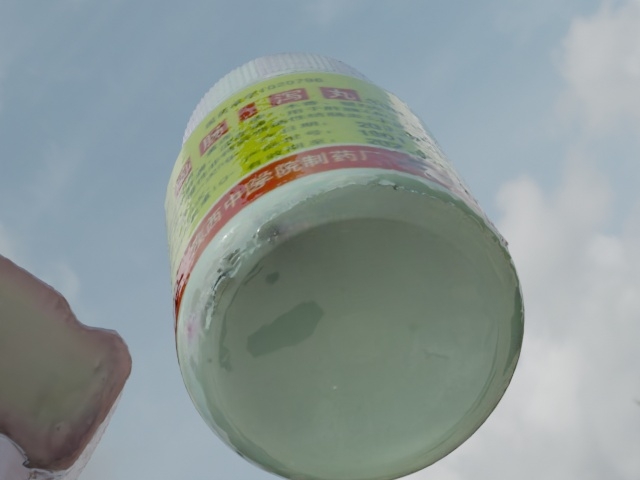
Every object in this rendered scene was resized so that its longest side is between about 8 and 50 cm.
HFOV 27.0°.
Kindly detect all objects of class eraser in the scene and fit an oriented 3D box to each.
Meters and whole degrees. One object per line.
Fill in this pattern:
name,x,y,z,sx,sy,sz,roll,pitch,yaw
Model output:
eraser,-0.305,0.117,0.996,0.122,0.272,0.359,-56,1,-34

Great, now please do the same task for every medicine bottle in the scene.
medicine bottle,0.000,0.000,0.606,0.139,0.225,0.139,-3,-68,-7
